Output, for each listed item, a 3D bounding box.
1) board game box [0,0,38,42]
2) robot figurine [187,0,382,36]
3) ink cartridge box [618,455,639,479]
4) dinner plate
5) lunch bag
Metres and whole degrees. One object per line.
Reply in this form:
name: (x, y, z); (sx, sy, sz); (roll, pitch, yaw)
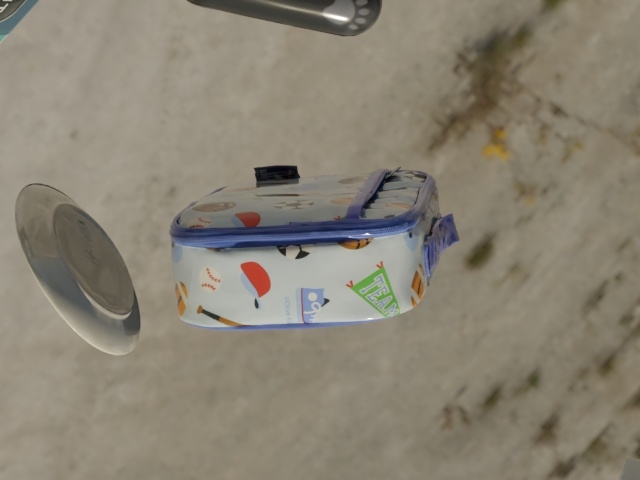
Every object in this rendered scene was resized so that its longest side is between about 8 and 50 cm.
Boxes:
board game box: (-0.193, -0.244, 0.648); (0.254, 0.336, 0.079); (-41, 164, 28)
robot figurine: (0.004, -0.231, 0.839); (0.173, 0.278, 0.209); (118, -22, -67)
ink cartridge box: (0.350, 0.262, 1.408); (0.160, 0.219, 0.092); (50, 58, -68)
dinner plate: (-0.168, 0.017, 1.217); (0.017, 0.141, 0.141); (-31, 166, 16)
lunch bag: (0.000, 0.000, 1.555); (0.303, 0.243, 0.115); (-54, 138, -75)
